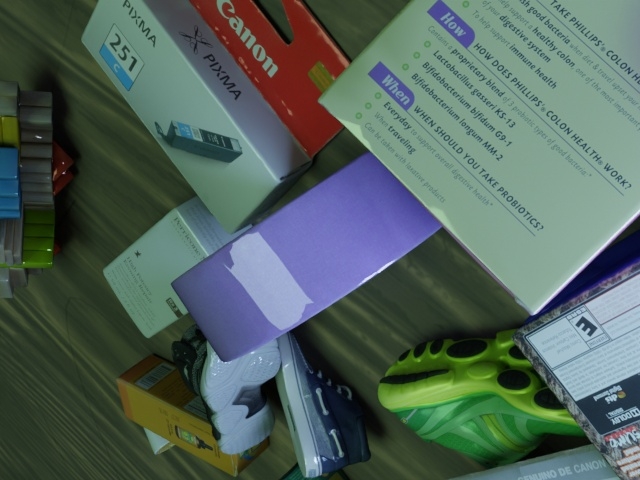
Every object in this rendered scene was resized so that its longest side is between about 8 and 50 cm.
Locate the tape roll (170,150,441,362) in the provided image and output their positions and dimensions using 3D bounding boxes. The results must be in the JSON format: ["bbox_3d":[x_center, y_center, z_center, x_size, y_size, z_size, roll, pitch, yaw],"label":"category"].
[{"bbox_3d":[0.000,0.000,0.901,0.275,0.275,0.090,-31,94,49],"label":"tape roll"}]

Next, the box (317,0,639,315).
[{"bbox_3d":[0.163,-0.106,0.700,0.243,0.117,0.213,-46,79,8],"label":"box"}]

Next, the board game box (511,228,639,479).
[{"bbox_3d":[0.340,0.114,0.750,0.291,0.141,0.232,53,139,3],"label":"board game box"}]

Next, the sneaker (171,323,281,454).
[{"bbox_3d":[-0.127,0.144,1.212,0.153,0.101,0.269,51,154,34],"label":"sneaker"}]

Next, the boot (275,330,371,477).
[{"bbox_3d":[-0.002,0.190,1.195,0.069,0.086,0.190,116,141,-66],"label":"boot"}]

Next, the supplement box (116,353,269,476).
[{"bbox_3d":[-0.184,0.246,1.392,0.233,0.080,0.078,20,129,36],"label":"supplement box"}]

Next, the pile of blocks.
[{"bbox_3d":[-0.402,-0.058,1.361,0.149,0.112,0.362,-101,17,-45],"label":"pile of blocks"}]

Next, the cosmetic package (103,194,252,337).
[{"bbox_3d":[-0.175,0.030,1.236,0.117,0.085,0.231,55,141,0],"label":"cosmetic package"}]

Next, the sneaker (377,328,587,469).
[{"bbox_3d":[0.194,0.159,0.968,0.295,0.109,0.123,-6,128,48],"label":"sneaker"}]

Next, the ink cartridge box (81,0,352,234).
[{"bbox_3d":[-0.114,-0.188,1.048,0.296,0.066,0.261,52,140,4],"label":"ink cartridge box"}]

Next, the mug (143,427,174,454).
[{"bbox_3d":[-0.246,0.287,1.492,0.064,0.062,0.078,55,133,13],"label":"mug"}]

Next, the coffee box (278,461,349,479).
[{"bbox_3d":[0.016,0.370,1.253,0.184,0.113,0.040,50,138,4],"label":"coffee box"}]

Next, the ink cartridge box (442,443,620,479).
[{"bbox_3d":[0.264,0.306,0.958,0.309,0.130,0.272,-31,92,49],"label":"ink cartridge box"}]
